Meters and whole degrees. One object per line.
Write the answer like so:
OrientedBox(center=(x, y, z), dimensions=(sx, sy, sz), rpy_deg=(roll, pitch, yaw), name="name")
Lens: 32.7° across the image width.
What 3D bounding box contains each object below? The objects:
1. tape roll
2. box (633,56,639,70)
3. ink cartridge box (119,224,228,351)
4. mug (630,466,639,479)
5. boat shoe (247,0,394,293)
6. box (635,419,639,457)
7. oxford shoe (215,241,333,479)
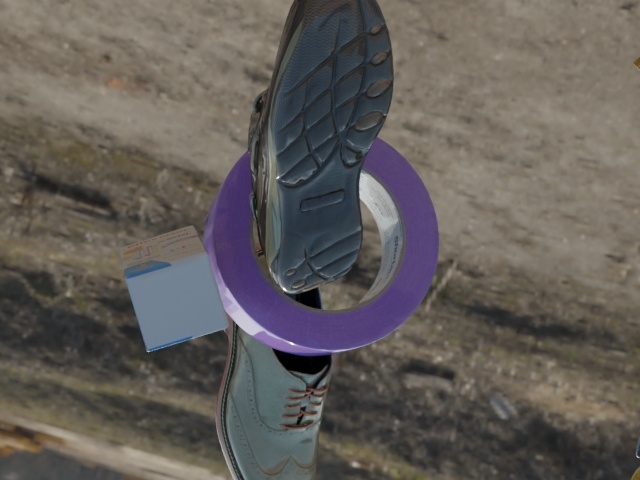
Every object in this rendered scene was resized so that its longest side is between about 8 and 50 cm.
OrientedBox(center=(0.000, 0.000, 1.317), dimensions=(0.274, 0.275, 0.090), rpy_deg=(18, 165, -10), name="tape roll")
OrientedBox(center=(0.486, -0.200, 1.487), dimensions=(0.081, 0.028, 0.136), rpy_deg=(36, -159, -30), name="box")
OrientedBox(center=(-0.165, 0.048, 1.203), dimensions=(0.092, 0.090, 0.143), rpy_deg=(-17, -163, -9), name="ink cartridge box")
OrientedBox(center=(0.258, 0.210, 0.797), dimensions=(0.078, 0.064, 0.062), rpy_deg=(22, 133, 23), name="mug")
OrientedBox(center=(-0.023, -0.109, 1.110), dimensions=(0.132, 0.355, 0.130), rpy_deg=(-13, -138, -29), name="boat shoe")
OrientedBox(center=(0.605, 0.192, 1.503), dimensions=(0.296, 0.183, 0.294), rpy_deg=(12, -158, 14), name="box")
OrientedBox(center=(-0.054, 0.207, 1.473), dimensions=(0.140, 0.397, 0.146), rpy_deg=(-13, -166, -30), name="oxford shoe")
